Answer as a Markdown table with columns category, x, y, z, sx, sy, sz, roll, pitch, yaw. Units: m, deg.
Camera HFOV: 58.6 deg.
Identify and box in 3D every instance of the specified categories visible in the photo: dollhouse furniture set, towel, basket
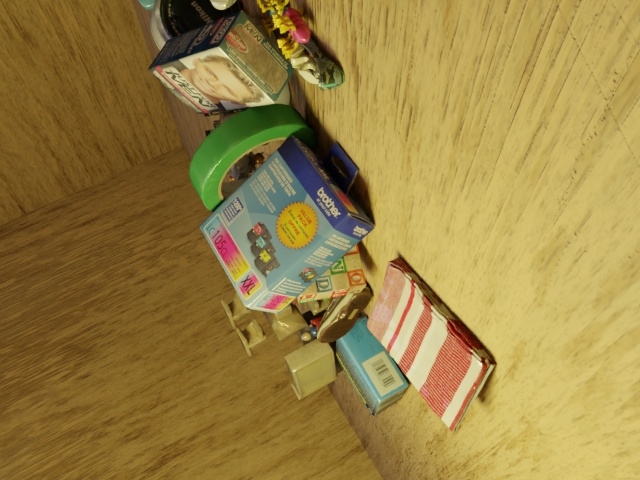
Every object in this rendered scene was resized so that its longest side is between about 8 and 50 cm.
| category | x | y | z | sx | sy | sz | roll | pitch | yaw |
| --- | --- | --- | --- | --- | --- | --- | --- | --- | --- |
| dollhouse furniture set | -0.106 | 0.340 | 2.104 | 0.394 | 0.362 | 0.256 | 55 | 164 | 33 |
| towel | 0.221 | 0.225 | 1.247 | 0.329 | 0.037 | 0.237 | 51 | 142 | 39 |
| basket | 0.000 | 0.405 | 2.319 | 0.204 | 0.154 | 0.226 | 28 | 139 | 64 |

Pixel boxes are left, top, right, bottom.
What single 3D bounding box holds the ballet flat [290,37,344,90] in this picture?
| category | x | y | z | sx | sy | sz | roll | pitch | yaw |
| --- | --- | --- | --- | --- | --- | --- | --- | --- | --- |
| ballet flat | -0.024 | -0.361 | 1.145 | 0.188 | 0.070 | 0.070 | 52 | 162 | 38 |

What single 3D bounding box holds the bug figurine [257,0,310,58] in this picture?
| category | x | y | z | sx | sy | sz | roll | pitch | yaw |
| --- | --- | --- | --- | --- | --- | --- | --- | --- | --- |
| bug figurine | -0.081 | -0.488 | 1.089 | 0.279 | 0.072 | 0.216 | 81 | 164 | -65 |

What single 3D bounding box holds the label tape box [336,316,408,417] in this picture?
| category | x | y | z | sx | sy | sz | roll | pitch | yaw |
| --- | --- | --- | --- | --- | --- | --- | --- | --- | --- |
| label tape box | 0.158 | 0.423 | 1.856 | 0.249 | 0.115 | 0.347 | 57 | 169 | 22 |

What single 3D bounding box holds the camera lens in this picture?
| category | x | y | z | sx | sy | sz | roll | pitch | yaw |
| --- | --- | --- | --- | --- | --- | --- | --- | --- | --- |
| camera lens | -0.340 | -0.586 | 1.535 | 0.219 | 0.220 | 0.274 | 67 | 165 | -18 |

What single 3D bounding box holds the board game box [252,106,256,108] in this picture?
| category | x | y | z | sx | sy | sz | roll | pitch | yaw |
| --- | --- | --- | --- | --- | --- | --- | --- | --- | --- |
| board game box | -0.208 | -0.400 | 1.781 | 0.133 | 0.033 | 0.168 | -28 | 81 | 55 |

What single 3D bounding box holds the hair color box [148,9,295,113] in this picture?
| category | x | y | z | sx | sy | sz | roll | pitch | yaw |
| --- | --- | --- | --- | --- | --- | --- | --- | --- | --- |
| hair color box | -0.237 | -0.393 | 1.309 | 0.347 | 0.105 | 0.174 | 8 | 154 | 50 |

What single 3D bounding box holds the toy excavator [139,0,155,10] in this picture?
| category | x | y | z | sx | sy | sz | roll | pitch | yaw |
| --- | --- | --- | --- | --- | --- | --- | --- | --- | --- |
| toy excavator | -0.474 | -0.794 | 1.760 | 0.445 | 0.223 | 0.432 | -117 | 2 | -79 |

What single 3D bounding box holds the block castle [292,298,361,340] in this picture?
| category | x | y | z | sx | sy | sz | roll | pitch | yaw |
| --- | --- | --- | --- | --- | --- | --- | --- | --- | --- |
| block castle | -0.060 | 0.079 | 1.783 | 0.303 | 0.213 | 0.453 | 48 | 160 | 46 |

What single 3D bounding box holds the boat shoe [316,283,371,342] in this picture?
| category | x | y | z | sx | sy | sz | roll | pitch | yaw |
| --- | --- | --- | --- | --- | --- | --- | --- | --- | --- |
| boat shoe | 0.063 | 0.199 | 1.679 | 0.257 | 0.095 | 0.095 | -53 | 41 | 34 |

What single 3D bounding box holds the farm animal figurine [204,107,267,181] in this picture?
| category | x | y | z | sx | sy | sz | roll | pitch | yaw |
| --- | --- | --- | --- | --- | --- | --- | --- | --- | --- |
| farm animal figurine | -0.219 | -0.339 | 1.633 | 0.327 | 0.172 | 0.330 | -64 | -37 | -82 |

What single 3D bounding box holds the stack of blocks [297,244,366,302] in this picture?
| category | x | y | z | sx | sy | sz | roll | pitch | yaw |
| --- | --- | --- | --- | --- | --- | --- | --- | --- | --- |
| stack of blocks | 0.000 | 0.000 | 1.498 | 0.087 | 0.171 | 0.297 | 110 | 149 | -71 |

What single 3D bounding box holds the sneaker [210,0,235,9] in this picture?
| category | x | y | z | sx | sy | sz | roll | pitch | yaw |
| --- | --- | --- | --- | --- | --- | --- | --- | --- | --- |
| sneaker | -0.169 | -0.548 | 1.154 | 0.083 | 0.084 | 0.214 | 64 | -143 | -66 |

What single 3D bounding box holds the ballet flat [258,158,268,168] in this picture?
| category | x | y | z | sx | sy | sz | roll | pitch | yaw |
| --- | --- | --- | --- | --- | --- | --- | --- | --- | --- |
| ballet flat | -0.148 | -0.202 | 1.874 | 0.203 | 0.074 | 0.074 | 49 | 160 | 43 |

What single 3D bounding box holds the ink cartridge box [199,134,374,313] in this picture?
| category | x | y | z | sx | sy | sz | roll | pitch | yaw |
| --- | --- | --- | --- | --- | --- | --- | --- | --- | --- |
| ink cartridge box | -0.063 | -0.055 | 1.364 | 0.270 | 0.395 | 0.151 | 55 | -165 | 25 |

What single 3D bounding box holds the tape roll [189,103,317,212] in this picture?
| category | x | y | z | sx | sy | sz | roll | pitch | yaw |
| --- | --- | --- | --- | --- | --- | --- | --- | --- | --- |
| tape roll | -0.162 | -0.194 | 1.412 | 0.077 | 0.321 | 0.321 | 55 | 164 | 21 |

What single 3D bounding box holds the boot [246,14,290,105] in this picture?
| category | x | y | z | sx | sy | sz | roll | pitch | yaw |
| --- | --- | --- | --- | --- | --- | --- | --- | --- | --- |
| boot | -0.145 | -0.431 | 1.430 | 0.123 | 0.095 | 0.258 | -124 | 23 | -48 |
